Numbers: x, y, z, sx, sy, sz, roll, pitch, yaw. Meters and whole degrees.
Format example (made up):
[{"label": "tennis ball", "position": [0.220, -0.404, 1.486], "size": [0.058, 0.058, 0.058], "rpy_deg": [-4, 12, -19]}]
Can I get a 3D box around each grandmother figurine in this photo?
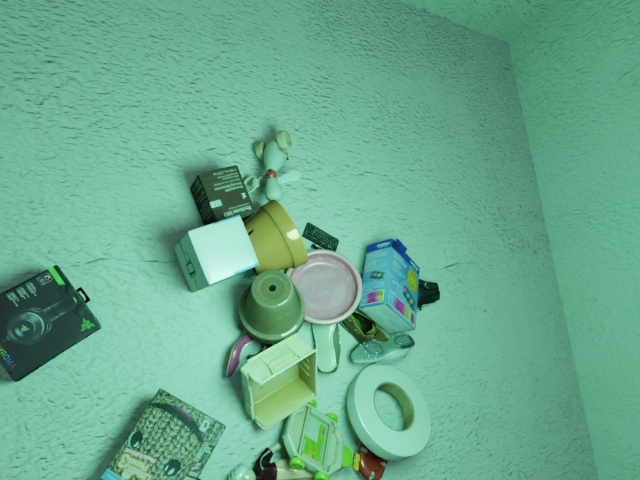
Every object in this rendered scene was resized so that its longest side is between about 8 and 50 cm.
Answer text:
[{"label": "grandmother figurine", "position": [-0.174, 0.863, 1.548], "size": [0.342, 0.104, 0.208], "rpy_deg": [10, 63, -29]}]

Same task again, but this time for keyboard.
[{"label": "keyboard", "position": [0.000, 0.000, 1.921], "size": [0.180, 0.023, 0.108], "rpy_deg": [30, 64, -18]}]

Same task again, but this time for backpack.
[{"label": "backpack", "position": [0.504, 0.258, 2.077], "size": [0.181, 0.115, 0.152], "rpy_deg": [-4, 91, -31]}]

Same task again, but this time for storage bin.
[{"label": "storage bin", "position": [-0.149, 0.524, 1.555], "size": [0.260, 0.123, 0.263], "rpy_deg": [-23, 130, -32]}]

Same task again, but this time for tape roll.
[{"label": "tape roll", "position": [0.294, 0.713, 1.770], "size": [0.391, 0.072, 0.392], "rpy_deg": [19, 43, -19]}]

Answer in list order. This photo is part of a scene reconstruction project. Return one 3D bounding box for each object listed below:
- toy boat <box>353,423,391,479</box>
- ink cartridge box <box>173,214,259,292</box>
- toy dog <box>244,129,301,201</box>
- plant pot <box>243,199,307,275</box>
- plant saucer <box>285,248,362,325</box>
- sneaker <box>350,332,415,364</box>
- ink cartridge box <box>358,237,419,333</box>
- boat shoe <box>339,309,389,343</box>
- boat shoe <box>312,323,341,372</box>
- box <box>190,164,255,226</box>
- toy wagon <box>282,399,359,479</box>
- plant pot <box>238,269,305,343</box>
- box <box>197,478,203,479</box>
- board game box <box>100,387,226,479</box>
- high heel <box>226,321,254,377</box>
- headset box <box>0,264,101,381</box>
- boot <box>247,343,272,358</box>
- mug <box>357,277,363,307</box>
[{"label": "toy boat", "position": [0.247, 0.879, 1.743], "size": [0.151, 0.151, 0.231], "rpy_deg": [39, 61, -14]}, {"label": "ink cartridge box", "position": [-0.391, 0.055, 1.544], "size": [0.198, 0.270, 0.197], "rpy_deg": [-22, 89, -31]}, {"label": "toy dog", "position": [-0.188, -0.306, 1.824], "size": [0.161, 0.220, 0.334], "rpy_deg": [35, 66, -53]}, {"label": "plant pot", "position": [-0.209, 0.011, 1.672], "size": [0.203, 0.291, 0.291], "rpy_deg": [-30, 92, -14]}, {"label": "plant saucer", "position": [0.009, 0.202, 1.779], "size": [0.331, 0.084, 0.333], "rpy_deg": [2, 64, -4]}, {"label": "sneaker", "position": [0.271, 0.500, 1.833], "size": [0.296, 0.130, 0.111], "rpy_deg": [-5, 36, -15]}, {"label": "ink cartridge box", "position": [0.323, 0.182, 1.910], "size": [0.270, 0.151, 0.396], "rpy_deg": [42, 44, -36]}, {"label": "boat shoe", "position": [0.211, 0.412, 1.877], "size": [0.307, 0.104, 0.111], "rpy_deg": [36, 61, -17]}, {"label": "boat shoe", "position": [0.032, 0.409, 1.787], "size": [0.091, 0.109, 0.305], "rpy_deg": [50, 34, -57]}, {"label": "box", "position": [-0.391, -0.164, 1.663], "size": [0.168, 0.167, 0.203], "rpy_deg": [-21, 87, -32]}, {"label": "toy wagon", "position": [0.007, 0.794, 1.625], "size": [0.344, 0.068, 0.267], "rpy_deg": [39, 33, -15]}, {"label": "plant pot", "position": [-0.181, 0.228, 1.563], "size": [0.262, 0.229, 0.263], "rpy_deg": [3, 59, -5]}, {"label": "box", "position": [-0.446, 1.006, 1.357], "size": [0.318, 0.097, 0.395], "rpy_deg": [38, 60, -17]}, {"label": "board game box", "position": [-0.488, 0.670, 1.338], "size": [0.231, 0.141, 0.291], "rpy_deg": [21, 62, 16]}, {"label": "high heel", "position": [-0.283, 0.417, 1.617], "size": [0.117, 0.082, 0.244], "rpy_deg": [21, 54, -12]}, {"label": "headset box", "position": [-0.869, 0.248, 1.307], "size": [0.283, 0.131, 0.247], "rpy_deg": [-35, 95, -32]}, {"label": "boot", "position": [-0.235, 0.420, 1.667], "size": [0.106, 0.037, 0.114], "rpy_deg": [24, 69, -36]}, {"label": "mug", "position": [0.183, 0.250, 1.903], "size": [0.158, 0.097, 0.129], "rpy_deg": [57, 39, -21]}]
